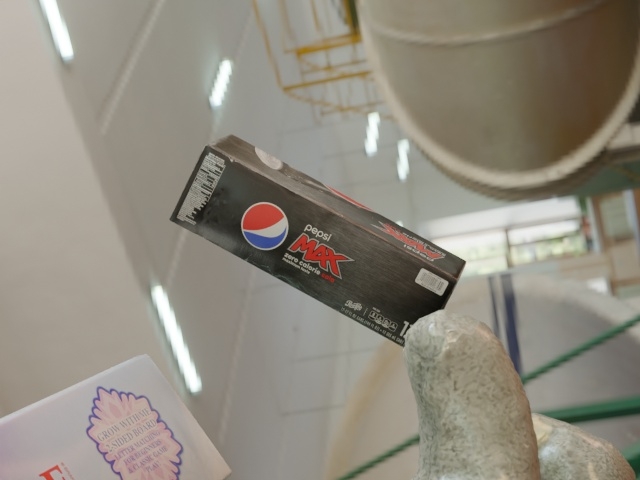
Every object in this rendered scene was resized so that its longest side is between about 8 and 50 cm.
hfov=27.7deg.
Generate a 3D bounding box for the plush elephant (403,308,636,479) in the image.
[{"bbox_3d":[0.080,0.149,0.466,0.255,0.272,0.330,35,-120,-32],"label":"plush elephant"}]

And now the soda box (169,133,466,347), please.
[{"bbox_3d":[0.000,0.000,0.777,0.053,0.169,0.060,-62,-5,15],"label":"soda box"}]

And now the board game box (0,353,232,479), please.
[{"bbox_3d":[-0.225,0.182,0.439,0.066,0.318,0.318,55,-156,6],"label":"board game box"}]
